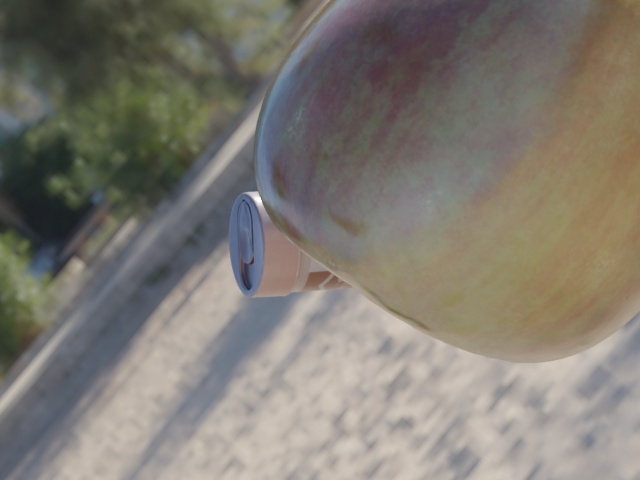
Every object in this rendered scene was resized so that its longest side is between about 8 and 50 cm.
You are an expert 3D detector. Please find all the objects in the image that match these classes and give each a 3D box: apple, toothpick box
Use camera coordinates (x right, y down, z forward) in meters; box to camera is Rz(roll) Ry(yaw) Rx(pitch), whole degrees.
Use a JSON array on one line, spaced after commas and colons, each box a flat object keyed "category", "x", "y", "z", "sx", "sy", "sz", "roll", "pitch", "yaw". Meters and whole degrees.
[{"category": "apple", "x": 0.097, "y": -0.062, "z": 1.109, "sx": 0.257, "sy": 0.257, "sz": 0.234, "roll": -84, "pitch": 20, "yaw": -81}, {"category": "toothpick box", "x": 0.000, "y": 0.000, "z": 1.827, "sx": 0.149, "sy": 0.098, "sz": 0.098, "roll": -4, "pitch": -14, "yaw": -22}]
